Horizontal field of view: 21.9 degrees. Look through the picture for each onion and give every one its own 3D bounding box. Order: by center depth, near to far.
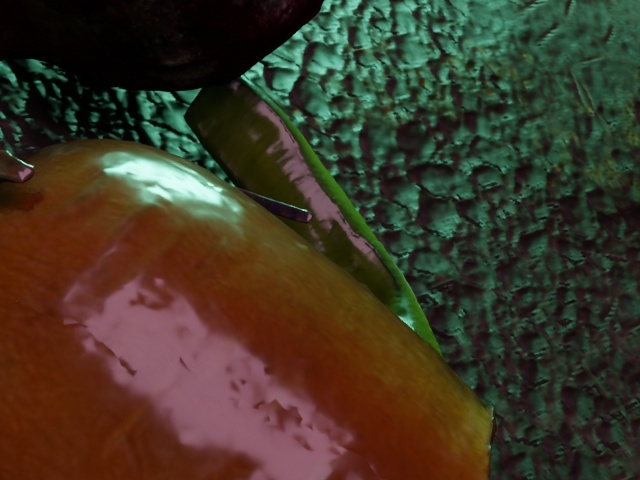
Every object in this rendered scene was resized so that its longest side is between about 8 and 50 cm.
[{"bbox_3d":[-0.095,-0.128,0.775,0.218,0.195,0.140,-36,106,-4],"label":"onion"}]

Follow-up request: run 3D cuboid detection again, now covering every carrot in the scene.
[{"bbox_3d":[-0.070,0.066,0.590,0.331,0.193,0.214,33,81,0],"label":"carrot"}]

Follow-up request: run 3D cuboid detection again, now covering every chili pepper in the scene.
[{"bbox_3d":[0.000,0.000,0.797,0.052,0.050,0.202,-25,68,-25],"label":"chili pepper"}]
